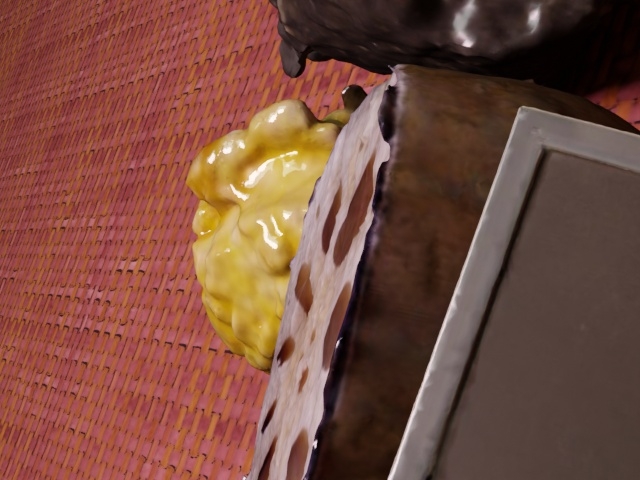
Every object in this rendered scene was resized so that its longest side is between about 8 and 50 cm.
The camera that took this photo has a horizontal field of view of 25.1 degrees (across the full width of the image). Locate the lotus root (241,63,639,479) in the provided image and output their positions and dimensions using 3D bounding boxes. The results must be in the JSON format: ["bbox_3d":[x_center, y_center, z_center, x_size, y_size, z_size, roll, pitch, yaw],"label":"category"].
[{"bbox_3d":[0.067,0.061,0.639,0.272,0.192,0.272,-171,90,-78],"label":"lotus root"}]

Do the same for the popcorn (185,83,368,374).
[{"bbox_3d":[0.000,0.000,0.835,0.180,0.180,0.170,-6,67,61],"label":"popcorn"}]

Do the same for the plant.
[{"bbox_3d":[0.076,-0.173,0.819,0.276,0.188,0.199,-150,78,-84],"label":"plant"}]

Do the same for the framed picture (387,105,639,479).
[{"bbox_3d":[0.152,0.077,0.465,0.252,0.014,0.197,17,82,20],"label":"framed picture"}]
